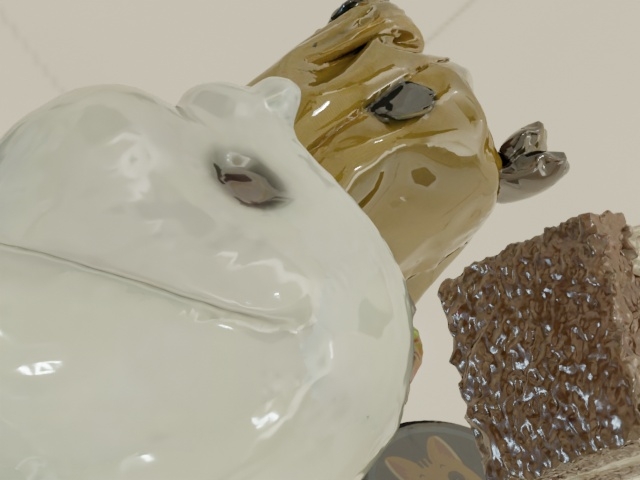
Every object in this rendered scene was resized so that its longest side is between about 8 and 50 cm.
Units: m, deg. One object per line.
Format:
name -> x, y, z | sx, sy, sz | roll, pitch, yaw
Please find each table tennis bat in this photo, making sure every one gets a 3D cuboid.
table tennis bat -> 0.121, 0.206, 1.270 | 0.150, 0.027, 0.236 | -19, 55, -44

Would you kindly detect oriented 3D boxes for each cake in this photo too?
cake -> 0.163, 0.066, 1.076 | 0.147, 0.134, 0.135 | 6, 67, -40

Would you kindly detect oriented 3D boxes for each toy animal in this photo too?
toy animal -> -0.122, 0.033, 0.656 | 0.249, 0.289, 0.174 | 7, 81, -44

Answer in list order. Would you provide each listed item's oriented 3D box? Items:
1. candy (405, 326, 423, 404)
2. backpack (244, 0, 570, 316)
candy -> 0.002, 0.094, 0.835 | 0.060, 0.201, 0.060 | 4, 48, -4
backpack -> -0.002, -0.006, 1.508 | 0.353, 0.378, 0.201 | -38, 72, -11
